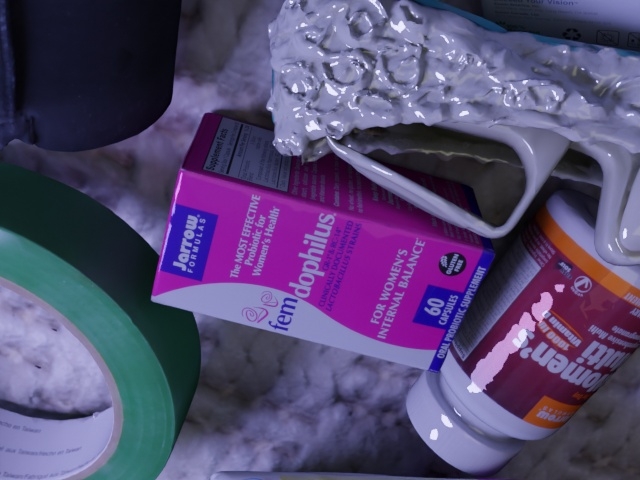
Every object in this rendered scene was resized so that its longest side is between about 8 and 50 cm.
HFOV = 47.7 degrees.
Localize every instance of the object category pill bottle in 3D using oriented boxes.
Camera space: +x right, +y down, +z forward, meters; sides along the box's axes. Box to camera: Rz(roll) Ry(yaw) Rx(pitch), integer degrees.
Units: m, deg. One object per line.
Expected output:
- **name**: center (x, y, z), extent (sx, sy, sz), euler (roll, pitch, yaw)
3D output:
- **pill bottle**: center (0.169, 0.078, 0.575), extent (0.121, 0.121, 0.221), euler (26, 115, -14)

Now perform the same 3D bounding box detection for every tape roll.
- **tape roll**: center (-0.260, 0.092, 0.583), extent (0.321, 0.077, 0.321), euler (4, 122, 7)

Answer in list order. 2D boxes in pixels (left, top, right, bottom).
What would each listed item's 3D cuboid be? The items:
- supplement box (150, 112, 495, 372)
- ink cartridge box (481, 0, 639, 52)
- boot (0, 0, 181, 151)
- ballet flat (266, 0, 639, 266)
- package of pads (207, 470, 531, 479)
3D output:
- **supplement box**: center (0.000, 0.000, 0.539), extent (0.219, 0.114, 0.111), euler (15, 119, -6)
- **ink cartridge box**: center (0.186, -0.169, 0.368), extent (0.223, 0.045, 0.224), euler (13, 163, 23)
- **boot**: center (-0.065, -0.216, 0.344), extent (0.366, 0.146, 0.445), euler (2, 140, -21)
- **ballet flat**: center (0.155, -0.056, 0.460), extent (0.408, 0.147, 0.147), euler (15, 119, 8)
- **package of pads**: center (0.045, 0.269, 0.634), extent (0.296, 0.101, 0.229), euler (2, 155, -2)
